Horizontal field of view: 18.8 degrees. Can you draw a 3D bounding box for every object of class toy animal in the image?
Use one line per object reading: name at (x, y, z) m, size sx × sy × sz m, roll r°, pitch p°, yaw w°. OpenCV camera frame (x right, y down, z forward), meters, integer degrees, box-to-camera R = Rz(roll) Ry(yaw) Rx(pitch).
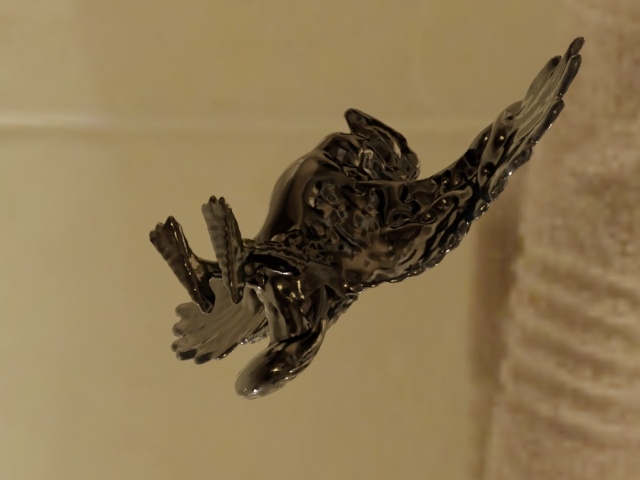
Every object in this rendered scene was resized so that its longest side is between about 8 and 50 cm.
toy animal at (0.000, 0.000, 0.605) m, size 0.220 × 0.062 × 0.108 m, roll -32°, pitch -179°, yaw 44°
